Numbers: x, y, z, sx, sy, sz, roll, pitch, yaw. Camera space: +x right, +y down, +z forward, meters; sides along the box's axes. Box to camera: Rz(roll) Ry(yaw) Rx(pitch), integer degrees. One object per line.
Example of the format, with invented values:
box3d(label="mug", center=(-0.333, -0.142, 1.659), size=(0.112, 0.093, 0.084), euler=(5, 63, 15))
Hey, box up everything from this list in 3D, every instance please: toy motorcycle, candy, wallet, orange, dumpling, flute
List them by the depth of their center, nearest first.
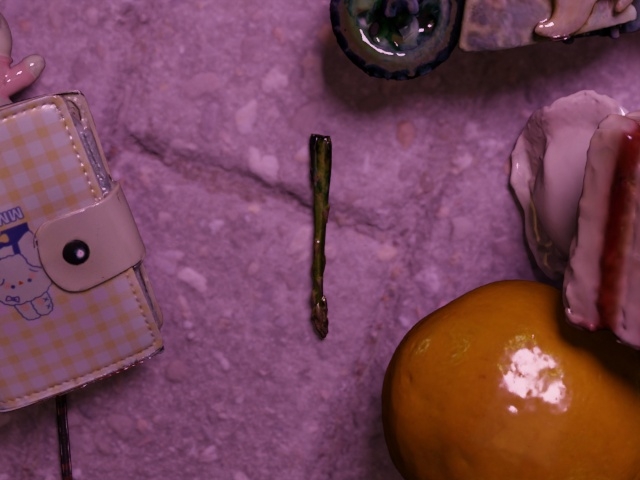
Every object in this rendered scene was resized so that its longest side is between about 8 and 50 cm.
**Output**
box3d(label="candy", center=(0.353, -0.030, 0.813), size=(0.135, 0.320, 0.180), euler=(22, 119, 41))
box3d(label="toy motorcycle", center=(0.207, -0.277, 0.827), size=(0.410, 0.169, 0.237), euler=(-6, 112, 2))
box3d(label="orange", center=(0.197, 0.163, 0.912), size=(0.279, 0.279, 0.235), euler=(14, 76, 1))
box3d(label="dumpling", center=(0.257, -0.041, 0.921), size=(0.151, 0.124, 0.229), euler=(11, 122, 42))
box3d(label="wallet", center=(-0.297, 0.015, 0.944), size=(0.223, 0.077, 0.310), euler=(-18, 119, -6))
box3d(label="flute", center=(-0.308, 0.194, 1.095), size=(0.014, 0.014, 0.270), euler=(2, 107, 5))

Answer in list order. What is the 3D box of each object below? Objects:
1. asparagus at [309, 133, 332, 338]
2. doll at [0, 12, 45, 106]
box3d(label="asparagus", center=(0.000, 0.000, 1.003), size=(0.022, 0.023, 0.233), euler=(19, 115, 47))
box3d(label="doll", center=(-0.358, -0.130, 0.957), size=(0.154, 0.113, 0.275), euler=(-4, 113, -4))
